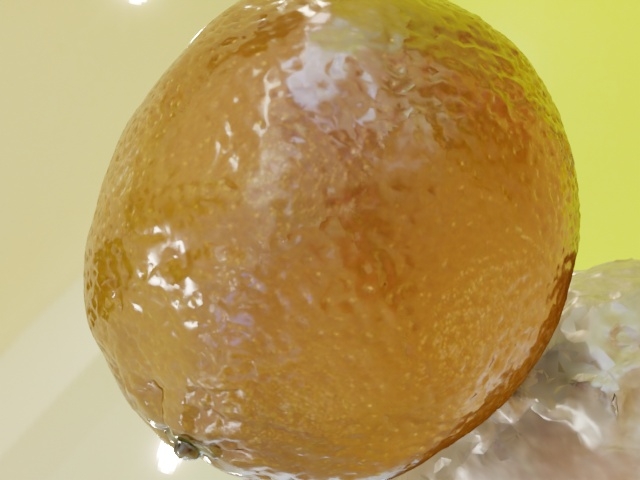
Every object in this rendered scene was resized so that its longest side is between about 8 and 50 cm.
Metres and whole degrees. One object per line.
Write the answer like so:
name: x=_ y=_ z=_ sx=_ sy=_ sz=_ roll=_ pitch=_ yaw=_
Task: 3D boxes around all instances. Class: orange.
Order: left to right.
orange: x=0.000 y=0.000 z=0.713 sx=0.264 sy=0.264 sz=0.264 roll=14 pitch=-90 yaw=-71

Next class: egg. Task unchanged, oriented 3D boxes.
egg: x=0.189 y=0.142 z=0.891 sx=0.279 sy=0.310 sz=0.279 roll=-14 pitch=-90 yaw=-69
